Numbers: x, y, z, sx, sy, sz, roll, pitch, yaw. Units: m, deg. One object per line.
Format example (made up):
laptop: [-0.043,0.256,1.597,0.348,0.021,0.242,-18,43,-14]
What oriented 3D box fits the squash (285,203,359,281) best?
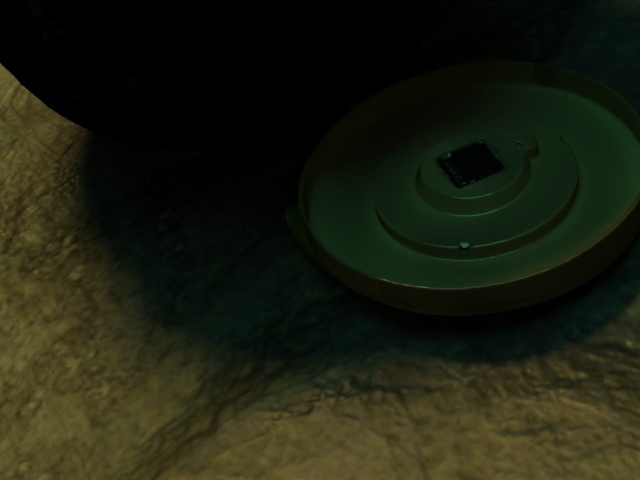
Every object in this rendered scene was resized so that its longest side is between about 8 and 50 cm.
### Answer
squash: [-0.001,0.001,0.935,0.027,0.027,0.089,-35,42,-13]

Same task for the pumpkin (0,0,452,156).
pumpkin: [-0.078,-0.281,0.979,0.454,0.344,0.455,-10,71,29]

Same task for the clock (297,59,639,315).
clock: [0.100,-0.043,0.913,0.235,0.029,0.235,-8,42,7]
